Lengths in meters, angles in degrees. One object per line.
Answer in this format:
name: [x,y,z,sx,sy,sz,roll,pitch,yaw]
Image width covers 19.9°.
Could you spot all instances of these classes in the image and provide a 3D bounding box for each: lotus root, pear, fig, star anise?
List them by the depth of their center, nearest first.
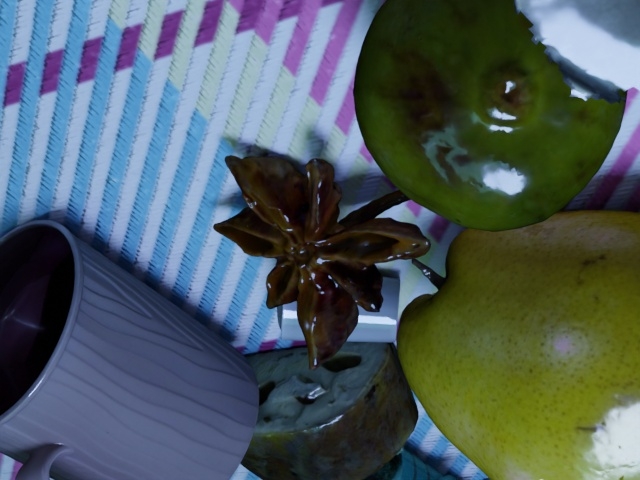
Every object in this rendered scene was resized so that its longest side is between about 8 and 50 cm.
fig: [0.124,-0.112,1.380,0.203,0.203,0.225,10,-178,0]
pear: [0.234,0.111,1.559,0.336,0.285,0.285,4,145,-1]
star anise: [-0.003,0.006,1.614,0.212,0.111,0.196,23,115,17]
lotus root: [-0.018,0.178,1.867,0.235,0.138,0.119,-7,132,33]

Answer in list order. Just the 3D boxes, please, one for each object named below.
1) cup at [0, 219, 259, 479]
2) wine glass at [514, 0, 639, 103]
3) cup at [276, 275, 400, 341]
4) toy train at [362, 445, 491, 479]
cup: [-0.207,0.151,1.743,0.208,0.288,0.273,-46,129,9]
wine glass: [0.219,-0.250,1.013,0.238,0.323,0.238,7,147,4]
cup: [0.016,0.064,1.745,0.116,0.074,0.104,4,169,0]
toy train: [0.085,0.295,2.013,0.194,0.120,0.298,-29,130,33]
